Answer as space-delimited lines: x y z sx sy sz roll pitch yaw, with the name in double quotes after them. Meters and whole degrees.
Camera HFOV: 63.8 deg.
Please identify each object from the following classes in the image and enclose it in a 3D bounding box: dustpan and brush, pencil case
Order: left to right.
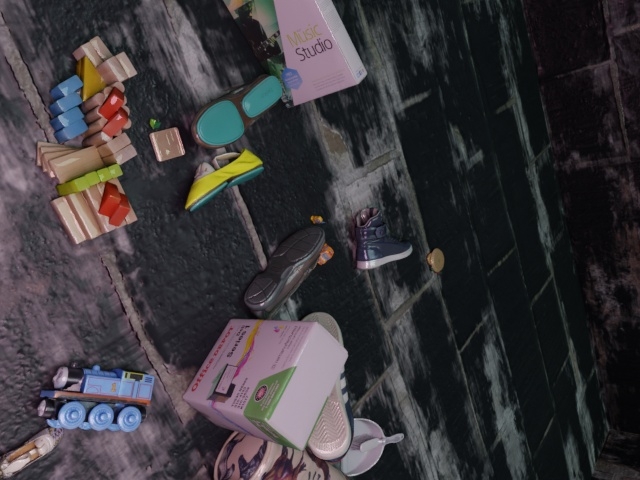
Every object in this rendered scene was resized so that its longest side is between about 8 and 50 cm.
-0.058 0.547 1.125 0.410 0.159 0.184 49 38 -33 "pencil case"
0.148 0.554 1.415 0.211 0.060 0.147 6 83 -46 "dustpan and brush"

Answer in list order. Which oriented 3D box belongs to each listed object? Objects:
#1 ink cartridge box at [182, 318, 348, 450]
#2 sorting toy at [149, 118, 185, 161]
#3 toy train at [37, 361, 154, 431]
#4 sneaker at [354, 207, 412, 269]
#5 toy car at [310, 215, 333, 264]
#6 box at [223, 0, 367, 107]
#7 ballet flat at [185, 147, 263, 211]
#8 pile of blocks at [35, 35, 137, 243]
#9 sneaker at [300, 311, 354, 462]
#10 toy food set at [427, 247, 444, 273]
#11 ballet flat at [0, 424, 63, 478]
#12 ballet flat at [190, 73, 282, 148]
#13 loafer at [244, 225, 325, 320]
-0.113 0.267 1.006 0.117 0.278 0.201 49 54 -29 "ink cartridge box"
-0.310 -0.205 1.024 0.062 0.012 0.083 -27 110 -39 "sorting toy"
-0.377 0.267 0.874 0.184 0.080 0.105 23 61 -41 "toy train"
0.183 -0.020 1.479 0.226 0.086 0.164 -15 101 -45 "sneaker"
0.000 0.000 1.316 0.060 0.040 0.122 -39 115 -41 "toy car"
-0.065 -0.470 1.145 0.058 0.232 0.322 -53 122 -36 "box"
-0.215 -0.137 1.087 0.077 0.077 0.231 53 46 -2 "ballet flat"
-0.385 -0.178 0.870 0.149 0.112 0.362 -2 88 -47 "pile of blocks"
0.006 0.345 1.215 0.148 0.131 0.350 75 9 -53 "sneaker"
0.393 0.069 1.741 0.083 0.020 0.083 -45 118 -39 "toy food set"
-0.455 0.335 0.809 0.114 0.041 0.041 -28 107 -44 "ballet flat"
-0.190 -0.268 1.095 0.280 0.096 0.095 -45 122 -41 "ballet flat"
-0.077 0.077 1.209 0.267 0.096 0.084 -49 141 -29 "loafer"
